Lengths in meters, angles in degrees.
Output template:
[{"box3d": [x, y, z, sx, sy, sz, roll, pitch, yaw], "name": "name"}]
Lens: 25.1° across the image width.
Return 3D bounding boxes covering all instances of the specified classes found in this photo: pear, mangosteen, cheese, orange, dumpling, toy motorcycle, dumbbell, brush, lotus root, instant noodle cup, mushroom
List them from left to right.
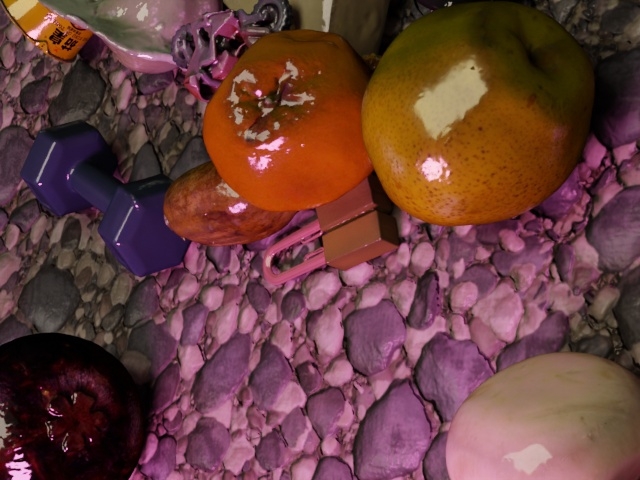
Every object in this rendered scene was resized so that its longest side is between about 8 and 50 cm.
[{"box3d": [-0.412, 0.278, 2.127, 0.293, 0.297, 0.297, 13, 87, 58], "name": "mangosteen"}, {"box3d": [-0.427, -0.410, 2.405, 0.144, 0.182, 0.182, -38, 56, 17], "name": "instant noodle cup"}, {"box3d": [-0.328, -0.069, 2.238, 0.316, 0.156, 0.144, 33, 130, 42], "name": "dumbbell"}, {"box3d": [-0.276, -0.363, 2.244, 0.270, 0.212, 0.320, -42, 33, -20], "name": "dumpling"}, {"box3d": [-0.122, -0.263, 2.000, 0.212, 0.084, 0.118, -14, 75, 35], "name": "toy motorcycle"}, {"box3d": [-0.112, -0.063, 2.043, 0.260, 0.145, 0.128, -18, 75, 36], "name": "lotus root"}, {"box3d": [-0.047, -0.319, 2.069, 0.351, 0.129, 0.328, 8, 88, 46], "name": "cheese"}, {"box3d": [-0.032, -0.152, 1.857, 0.249, 0.183, 0.249, -1, 88, 21], "name": "orange"}, {"box3d": [0.000, 0.000, 1.995, 0.233, 0.047, 0.103, -26, 62, 34], "name": "brush"}, {"box3d": [0.183, -0.149, 1.732, 0.294, 0.294, 0.294, -13, 70, 39], "name": "pear"}, {"box3d": [0.267, 0.237, 1.602, 0.246, 0.246, 0.202, -19, 108, 37], "name": "mushroom"}]

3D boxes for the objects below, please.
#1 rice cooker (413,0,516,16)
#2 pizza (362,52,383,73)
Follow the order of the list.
[{"box3d": [0.204, -0.368, 1.867, 0.142, 0.118, 0.203, 37, 103, 40], "name": "rice cooker"}, {"box3d": [0.093, -0.195, 1.937, 0.134, 0.046, 0.175, 38, 112, 13], "name": "pizza"}]
